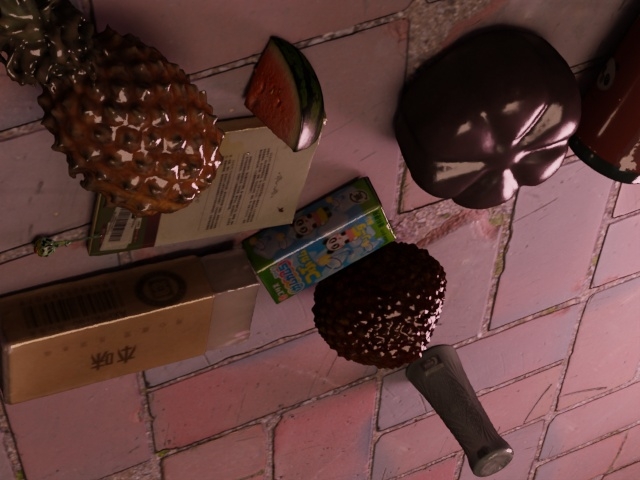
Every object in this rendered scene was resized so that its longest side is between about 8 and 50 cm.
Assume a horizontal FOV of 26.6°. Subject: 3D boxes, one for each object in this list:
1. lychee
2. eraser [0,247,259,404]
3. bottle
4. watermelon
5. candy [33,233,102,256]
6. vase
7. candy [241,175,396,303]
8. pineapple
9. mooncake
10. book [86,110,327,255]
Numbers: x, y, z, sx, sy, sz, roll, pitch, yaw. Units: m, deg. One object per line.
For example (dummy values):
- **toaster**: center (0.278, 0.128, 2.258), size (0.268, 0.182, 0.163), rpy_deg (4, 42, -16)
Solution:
- **lychee**: center (0.078, 0.088, 1.917), size (0.188, 0.188, 0.188), rpy_deg (-20, 145, -15)
- **eraser**: center (-0.254, 0.109, 1.763), size (0.344, 0.078, 0.144), rpy_deg (-13, 144, -20)
- **bottle**: center (0.465, -0.240, 1.807), size (0.144, 0.144, 0.336), rpy_deg (-2, 136, -35)
- **watermelon**: center (-0.047, -0.177, 1.586), size (0.094, 0.125, 0.135), rpy_deg (-7, 119, 19)
- **candy**: center (-0.305, 0.003, 1.633), size (0.083, 0.025, 0.023), rpy_deg (-10, -176, -7)
- **vase**: center (0.234, 0.284, 2.233), size (0.096, 0.219, 0.096), rpy_deg (-21, 144, -16)
- **candy**: center (0.000, 0.000, 1.837), size (0.195, 0.062, 0.097), rpy_deg (-29, 147, -1)
- **pineapple**: center (-0.237, -0.173, 1.374), size (0.175, 0.175, 0.361), rpy_deg (-32, 131, 2)
- **mooncake**: center (0.220, -0.153, 1.751), size (0.245, 0.133, 0.245), rpy_deg (-14, 144, -11)
- **book**: center (-0.141, -0.070, 1.672), size (0.290, 0.026, 0.201), rpy_deg (-10, 141, -28)
